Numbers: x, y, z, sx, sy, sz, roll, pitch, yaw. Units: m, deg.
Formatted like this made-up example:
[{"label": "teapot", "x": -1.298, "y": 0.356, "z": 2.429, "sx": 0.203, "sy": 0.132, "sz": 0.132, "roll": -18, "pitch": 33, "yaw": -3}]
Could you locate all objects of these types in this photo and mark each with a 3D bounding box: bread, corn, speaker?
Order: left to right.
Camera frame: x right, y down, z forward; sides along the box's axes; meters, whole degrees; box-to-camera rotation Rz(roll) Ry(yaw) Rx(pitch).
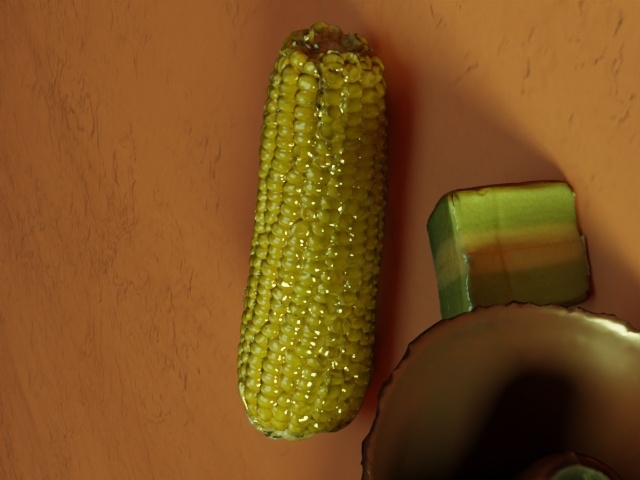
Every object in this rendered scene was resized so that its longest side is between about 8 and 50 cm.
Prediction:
[{"label": "corn", "x": 0.000, "y": 0.000, "z": 0.723, "sx": 0.106, "sy": 0.106, "sz": 0.293, "roll": 31, "pitch": 119, "yaw": 55}, {"label": "bread", "x": 0.075, "y": 0.014, "z": 0.603, "sx": 0.139, "sy": 0.084, "sz": 0.074, "roll": -16, "pitch": 81, "yaw": 60}, {"label": "speaker", "x": 0.119, "y": 0.216, "z": 0.550, "sx": 0.259, "sy": 0.198, "sz": 0.329, "roll": 26, "pitch": 143, "yaw": 12}]
